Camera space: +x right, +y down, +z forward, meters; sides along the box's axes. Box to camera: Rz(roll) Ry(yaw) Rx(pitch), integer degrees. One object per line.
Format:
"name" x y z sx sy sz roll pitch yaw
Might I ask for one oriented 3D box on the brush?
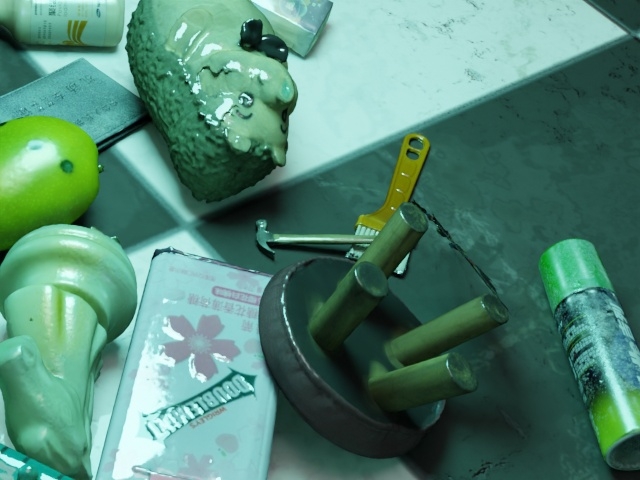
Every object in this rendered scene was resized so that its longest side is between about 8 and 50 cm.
"brush" 0.114 -0.065 1.884 0.090 0.017 0.314 20 44 2

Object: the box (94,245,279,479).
"box" -0.145 0.181 1.503 0.190 0.112 0.369 16 43 -7

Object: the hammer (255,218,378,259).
"hammer" 0.000 0.000 1.771 0.182 0.017 0.062 1 48 -3

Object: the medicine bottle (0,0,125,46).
"medicine bottle" -0.431 -0.358 1.962 0.252 0.114 0.114 0 46 -15

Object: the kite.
"kite" 0.180 0.006 1.696 0.152 0.015 0.285 50 2 -16

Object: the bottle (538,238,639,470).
"bottle" 0.371 0.142 1.688 0.093 0.093 0.330 1 46 -14

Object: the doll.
"doll" -0.146 -0.223 1.818 0.247 0.247 0.349 -1 54 -15

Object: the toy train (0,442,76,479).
"toy train" -0.307 0.280 1.302 0.298 0.194 0.120 24 44 9

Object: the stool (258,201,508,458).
"stool" 0.077 0.106 1.523 0.272 0.178 0.272 30 39 -28

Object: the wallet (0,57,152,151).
"wallet" -0.368 -0.182 1.858 0.167 0.036 0.222 35 47 20

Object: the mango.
"mango" -0.424 -0.065 1.659 0.293 0.143 0.175 -21 52 -20

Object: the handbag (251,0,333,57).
"handbag" -0.074 -0.384 2.091 0.173 0.095 0.117 26 41 -1

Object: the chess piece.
"chess piece" -0.303 0.131 1.447 0.176 0.176 0.298 7 38 -8
